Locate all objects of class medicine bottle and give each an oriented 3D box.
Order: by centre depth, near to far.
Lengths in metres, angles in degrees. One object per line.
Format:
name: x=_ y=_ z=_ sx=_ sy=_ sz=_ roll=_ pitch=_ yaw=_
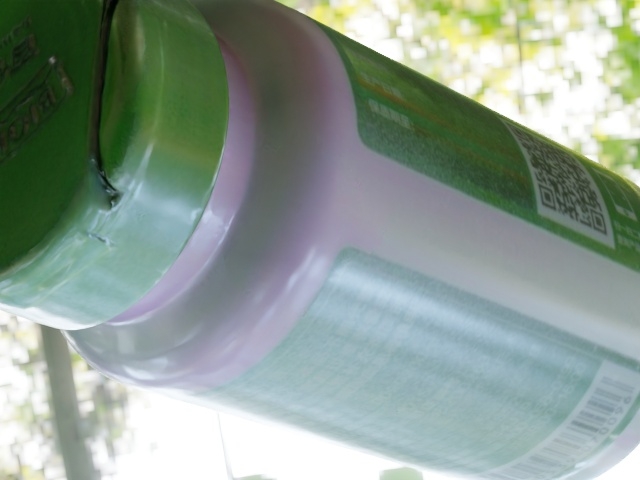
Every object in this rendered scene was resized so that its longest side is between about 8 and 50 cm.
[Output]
medicine bottle: x=0.000 y=0.000 z=0.636 sx=0.133 sy=0.133 sz=0.274 roll=11 pitch=172 yaw=45
